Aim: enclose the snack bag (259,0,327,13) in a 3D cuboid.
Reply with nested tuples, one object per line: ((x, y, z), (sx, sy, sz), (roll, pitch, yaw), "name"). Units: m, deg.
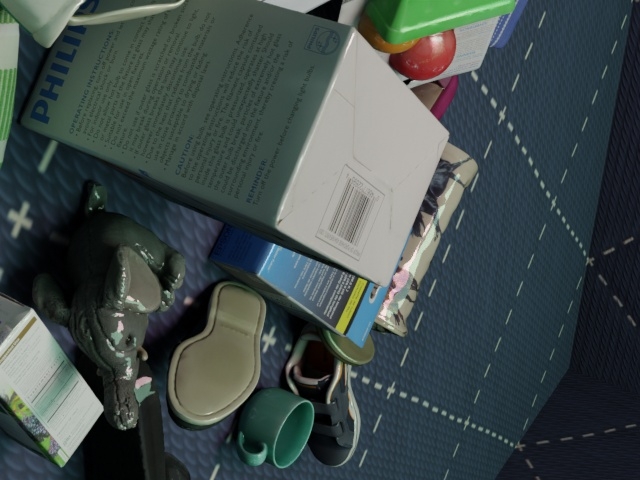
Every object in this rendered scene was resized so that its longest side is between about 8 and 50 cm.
((-0.049, -0.387, 1.272), (0.342, 0.323, 0.037), (50, 19, -52), "snack bag")

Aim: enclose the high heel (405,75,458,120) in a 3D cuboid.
((0.161, -0.188, 1.996), (0.377, 0.127, 0.181), (-59, 157, -14), "high heel")

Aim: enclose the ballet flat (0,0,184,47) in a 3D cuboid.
((-0.147, -0.314, 1.098), (0.400, 0.139, 0.139), (-30, 139, -19), "ballet flat")

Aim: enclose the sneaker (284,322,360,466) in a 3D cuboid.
((-0.002, 0.291, 2.000), (0.127, 0.126, 0.321), (-30, 122, -60), "sneaker")

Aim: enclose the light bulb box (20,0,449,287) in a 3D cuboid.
((-0.087, -0.134, 1.278), (0.225, 0.361, 0.358), (-67, 154, -4), "light bulb box")

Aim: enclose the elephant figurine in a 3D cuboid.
((-0.251, 0.073, 1.267), (0.169, 0.186, 0.239), (-60, -173, 20), "elephant figurine")

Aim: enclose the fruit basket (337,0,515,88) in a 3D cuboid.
((0.155, -0.357, 1.699), (0.327, 0.165, 0.353), (-19, 159, -18), "fruit basket")

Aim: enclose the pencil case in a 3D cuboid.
((0.168, -0.017, 2.078), (0.183, 0.159, 0.410), (108, 6, -80), "pencil case")

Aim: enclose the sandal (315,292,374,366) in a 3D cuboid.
((0.040, 0.087, 1.884), (0.120, 0.086, 0.303), (-40, 119, -52), "sandal")

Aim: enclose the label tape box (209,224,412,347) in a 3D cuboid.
((0.000, 0.000, 1.755), (0.347, 0.115, 0.249), (40, 70, -52), "label tape box")

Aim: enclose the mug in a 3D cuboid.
((-0.092, 0.324, 1.876), (0.157, 0.097, 0.130), (21, 89, -63), "mug")

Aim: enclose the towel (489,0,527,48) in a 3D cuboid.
((0.293, -0.478, 1.881), (0.336, 0.040, 0.243), (4, 116, -54), "towel")

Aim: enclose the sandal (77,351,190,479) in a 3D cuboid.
((-0.242, 0.329, 1.504), (0.107, 0.167, 0.446), (-29, 132, -42), "sandal")

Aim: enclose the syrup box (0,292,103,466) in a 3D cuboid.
((-0.356, 0.163, 1.265), (0.096, 0.093, 0.237), (-56, 150, -26), "syrup box")

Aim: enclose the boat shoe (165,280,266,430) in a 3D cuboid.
((-0.163, 0.188, 1.565), (0.340, 0.127, 0.113), (-84, -161, -60), "boat shoe")

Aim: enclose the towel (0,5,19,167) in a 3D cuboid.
((-0.387, -0.199, 1.030), (0.248, 0.038, 0.325), (-24, 126, -58), "towel")
